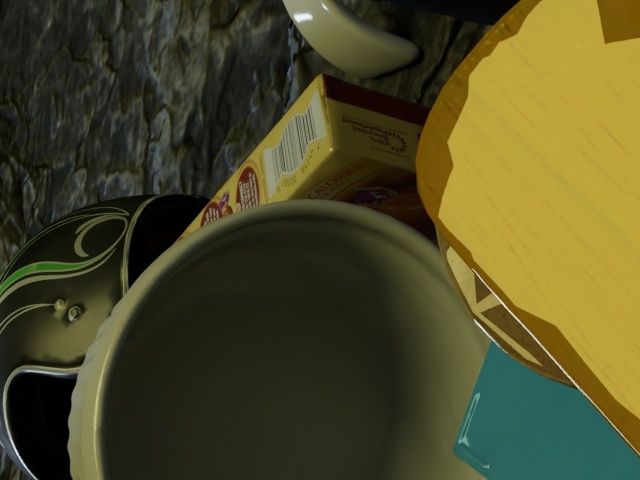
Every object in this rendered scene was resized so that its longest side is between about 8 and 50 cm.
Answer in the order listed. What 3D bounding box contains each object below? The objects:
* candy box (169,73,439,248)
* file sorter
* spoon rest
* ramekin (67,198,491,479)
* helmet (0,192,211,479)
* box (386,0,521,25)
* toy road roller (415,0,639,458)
[{"bbox_3d":[0.000,0.000,0.990,0.186,0.109,0.053,-47,39,40],"label":"candy box"},{"bbox_3d":[0.145,0.030,0.724,0.118,0.104,0.170,34,107,59],"label":"file sorter"},{"bbox_3d":[0.023,-0.234,1.082,0.137,0.084,0.276,-17,64,57],"label":"spoon rest"},{"bbox_3d":[-0.019,0.089,0.897,0.109,0.207,0.207,164,116,-68],"label":"ramekin"},{"bbox_3d":[-0.119,0.062,1.122,0.161,0.169,0.169,-30,51,36],"label":"helmet"},{"bbox_3d":[0.081,-0.334,0.581,0.480,0.472,0.297,-62,36,30],"label":"box"},{"bbox_3d":[0.124,0.111,0.501,0.240,0.202,0.329,-47,57,15],"label":"toy road roller"}]
